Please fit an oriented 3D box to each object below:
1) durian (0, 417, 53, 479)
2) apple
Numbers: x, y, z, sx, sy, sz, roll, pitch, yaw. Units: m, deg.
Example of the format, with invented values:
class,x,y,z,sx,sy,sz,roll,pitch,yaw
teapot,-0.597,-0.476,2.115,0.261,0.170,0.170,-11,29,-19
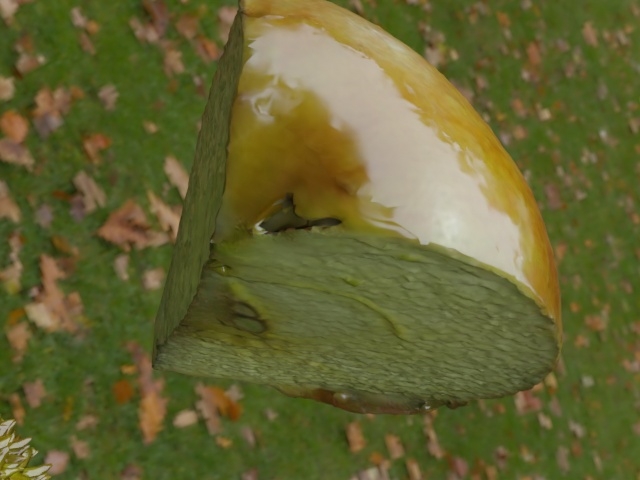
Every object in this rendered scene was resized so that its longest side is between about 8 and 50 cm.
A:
class,x,y,z,sx,sy,sz,roll,pitch,yaw
durian,-0.189,0.139,0.507,0.138,0.237,0.193,44,59,-35
apple,0.000,0.000,0.763,0.179,0.346,0.254,-28,79,-20
